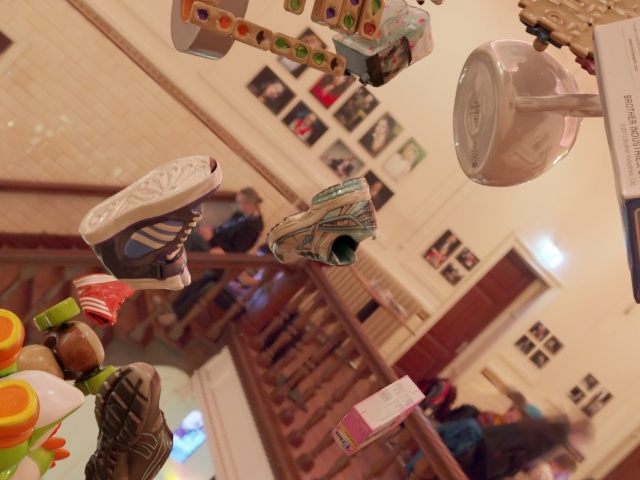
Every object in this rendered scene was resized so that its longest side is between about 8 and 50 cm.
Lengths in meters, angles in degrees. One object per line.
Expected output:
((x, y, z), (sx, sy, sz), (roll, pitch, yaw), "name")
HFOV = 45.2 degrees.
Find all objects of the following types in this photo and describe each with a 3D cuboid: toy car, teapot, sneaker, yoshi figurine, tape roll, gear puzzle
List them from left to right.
((-0.424, 0.231, 0.908), (0.203, 0.203, 0.362), (31, -38, 5), "yoshi figurine")
((-0.443, 0.205, 1.203), (0.149, 0.188, 0.155), (-22, -82, 56), "toy car")
((-0.513, 0.149, 1.914), (0.221, 0.087, 0.128), (0, 76, -53), "sneaker")
((-0.267, 0.273, 1.108), (0.106, 0.267, 0.101), (-14, 45, -46), "sneaker")
((-0.294, -0.015, 1.553), (0.236, 0.323, 0.130), (56, 13, -39), "sneaker")
((-0.203, -0.444, 1.403), (0.072, 0.219, 0.219), (9, 25, -30), "tape roll")
((0.000, 0.000, 1.350), (0.110, 0.283, 0.122), (-15, 77, -34), "sneaker")
((0.335, -0.202, 1.233), (0.252, 0.187, 0.256), (100, -13, -47), "teapot")
((0.408, -0.326, 1.114), (0.175, 0.044, 0.339), (37, 48, 14), "gear puzzle")

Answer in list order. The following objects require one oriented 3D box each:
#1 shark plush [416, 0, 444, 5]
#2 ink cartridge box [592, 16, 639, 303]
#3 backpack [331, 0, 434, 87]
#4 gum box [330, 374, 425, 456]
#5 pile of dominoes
((0.163, -0.470, 1.314), (0.161, 0.073, 0.067), (45, 20, -13), "shark plush")
((0.468, -0.107, 0.687), (0.270, 0.396, 0.151), (-79, 151, -41), "ink cartridge box")
((0.135, -0.418, 1.573), (0.166, 0.188, 0.144), (38, -32, 48), "backpack")
((0.123, 0.358, 1.582), (0.188, 0.107, 0.062), (-18, 60, -44), "gum box")
((-0.029, -0.343, 1.023), (0.251, 0.195, 0.040), (13, 5, -29), "pile of dominoes")
